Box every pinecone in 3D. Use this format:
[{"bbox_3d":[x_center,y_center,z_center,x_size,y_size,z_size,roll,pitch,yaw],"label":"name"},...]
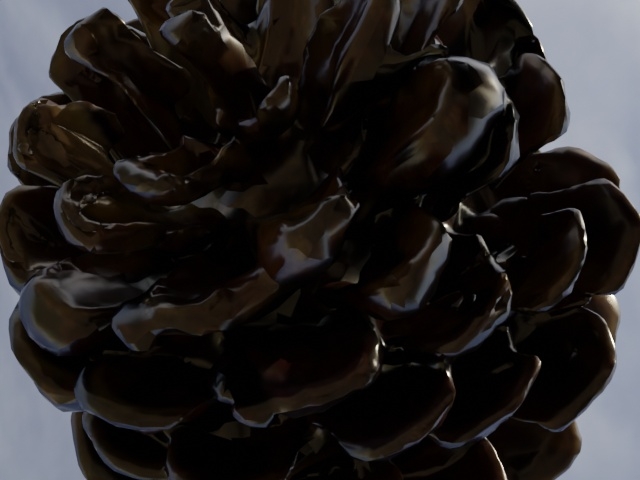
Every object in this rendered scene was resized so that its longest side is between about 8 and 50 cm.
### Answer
[{"bbox_3d":[0.003,-0.001,0.788,0.296,0.242,0.298,48,-116,-41],"label":"pinecone"}]
